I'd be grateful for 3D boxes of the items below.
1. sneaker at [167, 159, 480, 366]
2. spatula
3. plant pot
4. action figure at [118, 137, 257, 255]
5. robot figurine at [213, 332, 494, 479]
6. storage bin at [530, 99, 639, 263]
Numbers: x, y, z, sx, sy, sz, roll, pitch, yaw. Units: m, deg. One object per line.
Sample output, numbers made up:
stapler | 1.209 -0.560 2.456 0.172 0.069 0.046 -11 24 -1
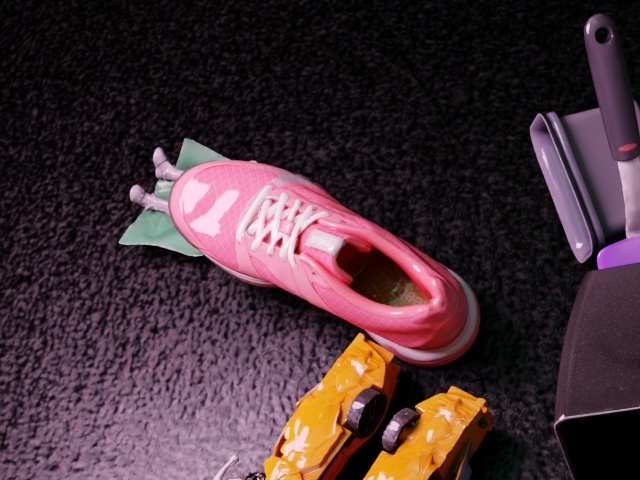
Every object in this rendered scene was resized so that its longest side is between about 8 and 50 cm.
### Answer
sneaker | 0.001 0.000 1.561 0.314 0.136 0.116 26 81 14
spatula | 0.265 -0.051 1.489 0.084 0.296 0.030 -15 20 -3
plant pot | 0.293 0.116 1.420 0.188 0.188 0.167 -10 48 13
action figure | -0.069 -0.026 1.688 0.232 0.063 0.137 17 65 22
robot figurine | 0.014 0.234 1.494 0.211 0.085 0.291 28 73 30
storage bin | 0.257 -0.058 1.574 0.091 0.098 0.135 -18 80 -5
